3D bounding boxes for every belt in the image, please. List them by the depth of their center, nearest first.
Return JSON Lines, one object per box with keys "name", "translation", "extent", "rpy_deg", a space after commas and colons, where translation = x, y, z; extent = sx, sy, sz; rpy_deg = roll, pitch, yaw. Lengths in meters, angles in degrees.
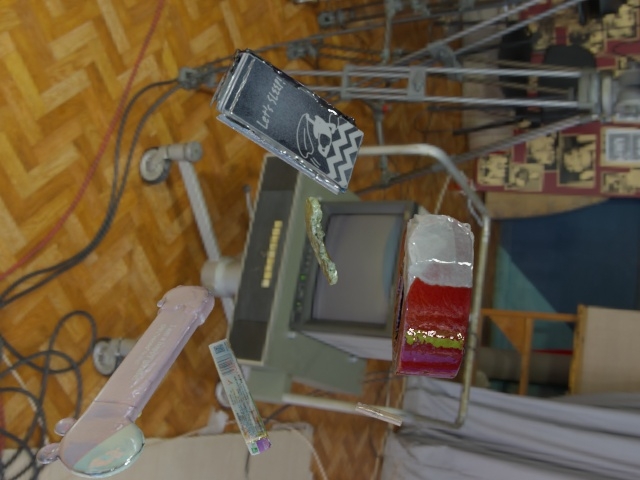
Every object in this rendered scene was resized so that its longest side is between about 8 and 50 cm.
{"name": "belt", "translation": [0.189, 0.100, 1.281], "extent": [0.227, 0.115, 0.323], "rpy_deg": [-86, 178, -46]}

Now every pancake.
{"name": "pancake", "translation": [-0.002, 0.000, 1.075], "extent": [0.116, 0.023, 0.129], "rpy_deg": [-128, -155, -73]}

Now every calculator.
{"name": "calculator", "translation": [-0.048, -0.200, 1.264], "extent": [0.274, 0.028, 0.165], "rpy_deg": [32, 54, -20]}

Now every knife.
{"name": "knife", "translation": [-0.237, 0.175, 1.031], "extent": [0.398, 0.132, 0.038], "rpy_deg": [-65, 155, -56]}

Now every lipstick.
{"name": "lipstick", "translation": [0.113, 0.338, 1.460], "extent": [0.019, 0.094, 0.019], "rpy_deg": [18, 90, -86]}

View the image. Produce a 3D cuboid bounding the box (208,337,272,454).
{"name": "box", "translation": [-0.138, 0.261, 1.267], "extent": [0.050, 0.041, 0.207], "rpy_deg": [83, -18, -52]}
